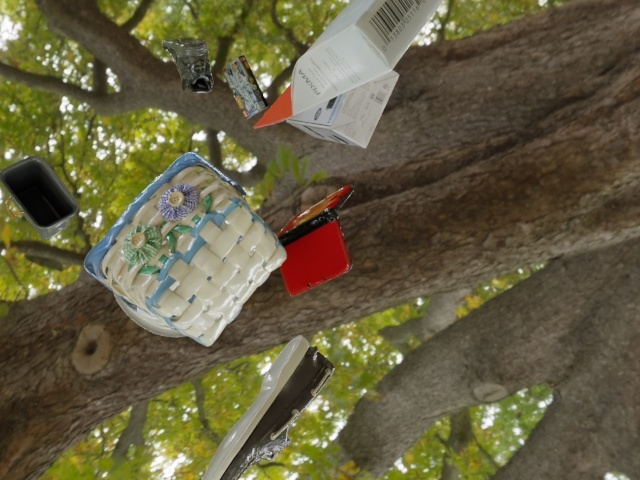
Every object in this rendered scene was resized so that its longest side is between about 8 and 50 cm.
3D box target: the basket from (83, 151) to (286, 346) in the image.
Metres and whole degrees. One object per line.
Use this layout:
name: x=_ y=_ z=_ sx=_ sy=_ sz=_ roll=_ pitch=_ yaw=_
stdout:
basket: x=-0.208 y=-0.005 z=0.906 sx=0.255 sy=0.289 sz=0.201 roll=-52 pitch=-48 yaw=-11

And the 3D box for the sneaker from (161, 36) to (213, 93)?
sneaker: x=-0.329 y=-0.434 z=1.509 sx=0.087 sy=0.130 sz=0.227 roll=-17 pitch=-150 yaw=-25

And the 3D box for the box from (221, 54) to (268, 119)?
box: x=-0.188 y=-0.379 z=1.520 sx=0.027 sy=0.094 sz=0.137 roll=-32 pitch=-78 yaw=-31

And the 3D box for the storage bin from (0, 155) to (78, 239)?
storage bin: x=-0.515 y=-0.065 z=1.111 sx=0.098 sy=0.091 sz=0.135 roll=-37 pitch=-96 yaw=-33

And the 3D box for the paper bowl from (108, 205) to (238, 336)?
paper bowl: x=-0.315 y=0.066 z=1.295 sx=0.284 sy=0.284 sz=0.148 roll=49 pitch=-164 yaw=-1

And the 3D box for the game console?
game console: x=0.000 y=0.000 z=0.933 sx=0.085 sy=0.144 sz=0.124 roll=52 pitch=-138 yaw=-12

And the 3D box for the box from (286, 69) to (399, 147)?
box: x=0.037 y=-0.304 z=1.323 sx=0.087 sy=0.169 sz=0.290 roll=23 pitch=-175 yaw=-25

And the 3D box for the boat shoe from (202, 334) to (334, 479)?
boat shoe: x=-0.034 y=0.124 z=0.409 sx=0.038 sy=0.046 sz=0.125 roll=39 pitch=-118 yaw=-8

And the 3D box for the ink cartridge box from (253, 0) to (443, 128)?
ink cartridge box: x=0.040 y=-0.355 z=1.030 sx=0.091 sy=0.385 sz=0.308 roll=47 pitch=-118 yaw=-24
